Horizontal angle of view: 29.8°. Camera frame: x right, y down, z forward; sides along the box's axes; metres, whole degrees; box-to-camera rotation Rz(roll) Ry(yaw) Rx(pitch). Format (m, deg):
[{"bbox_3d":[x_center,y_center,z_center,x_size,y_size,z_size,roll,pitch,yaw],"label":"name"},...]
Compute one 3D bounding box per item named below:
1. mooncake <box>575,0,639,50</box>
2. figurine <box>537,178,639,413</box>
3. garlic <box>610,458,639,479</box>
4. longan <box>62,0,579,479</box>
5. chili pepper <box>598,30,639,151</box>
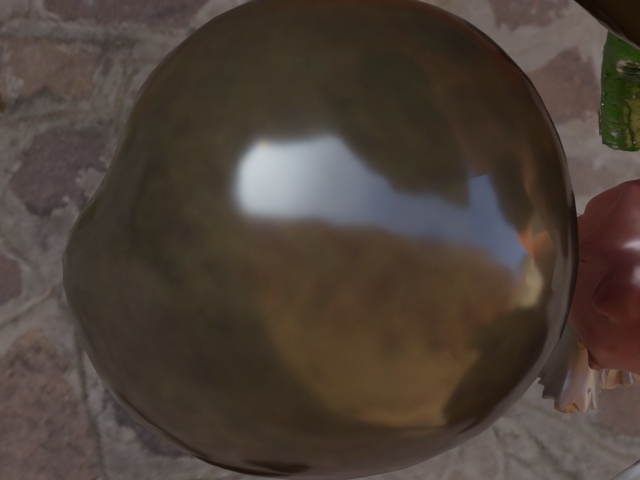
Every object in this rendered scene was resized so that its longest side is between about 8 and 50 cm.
[{"bbox_3d":[0.177,-0.215,0.373,0.187,0.324,0.324,26,48,-66],"label":"mooncake"},{"bbox_3d":[0.236,0.028,0.920,0.166,0.387,0.207,43,81,11],"label":"figurine"},{"bbox_3d":[0.179,0.178,0.550,0.256,0.207,0.207,-19,78,-27],"label":"garlic"},{"bbox_3d":[0.000,0.000,0.606,0.258,0.258,0.258,9,66,-21],"label":"longan"},{"bbox_3d":[0.279,-0.190,1.048,0.085,0.359,0.076,-14,61,8],"label":"chili pepper"}]
